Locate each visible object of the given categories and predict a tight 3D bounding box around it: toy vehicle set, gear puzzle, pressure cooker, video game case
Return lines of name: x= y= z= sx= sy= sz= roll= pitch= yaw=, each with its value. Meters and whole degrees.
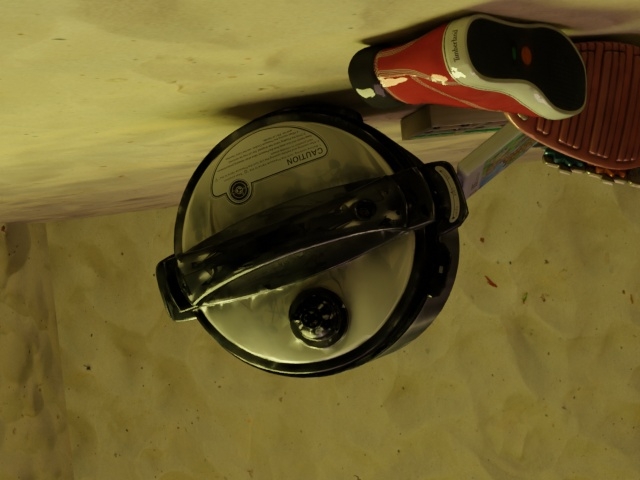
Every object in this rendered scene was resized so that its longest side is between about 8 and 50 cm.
toy vehicle set: x=0.278 y=-0.200 z=1.652 sx=0.267 sy=0.035 sz=0.166 roll=-6 pitch=180 yaw=-10
gear puzzle: x=0.571 y=-0.155 z=1.893 sx=0.339 sy=0.044 sz=0.175 roll=13 pitch=-144 yaw=-2
pressure cooker: x=0.004 y=0.005 z=1.435 sx=0.375 sy=0.370 sz=0.420 roll=29 pitch=-174 yaw=14
video game case: x=0.270 y=-0.141 z=1.389 sx=0.212 sy=0.023 sz=0.193 roll=-39 pitch=170 yaw=-1

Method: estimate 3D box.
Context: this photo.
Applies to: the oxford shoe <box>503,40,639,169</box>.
oxford shoe: x=0.357 y=-0.165 z=1.233 sx=0.397 sy=0.140 sz=0.146 roll=4 pitch=-165 yaw=-28

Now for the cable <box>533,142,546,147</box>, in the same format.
cable: x=0.463 y=-0.179 z=1.807 sx=0.287 sy=0.072 sz=0.139 roll=-19 pitch=-140 yaw=-29

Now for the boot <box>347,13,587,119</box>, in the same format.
boot: x=0.150 y=-0.167 z=1.058 sx=0.244 sy=0.088 sz=0.176 roll=6 pitch=172 yaw=-45
